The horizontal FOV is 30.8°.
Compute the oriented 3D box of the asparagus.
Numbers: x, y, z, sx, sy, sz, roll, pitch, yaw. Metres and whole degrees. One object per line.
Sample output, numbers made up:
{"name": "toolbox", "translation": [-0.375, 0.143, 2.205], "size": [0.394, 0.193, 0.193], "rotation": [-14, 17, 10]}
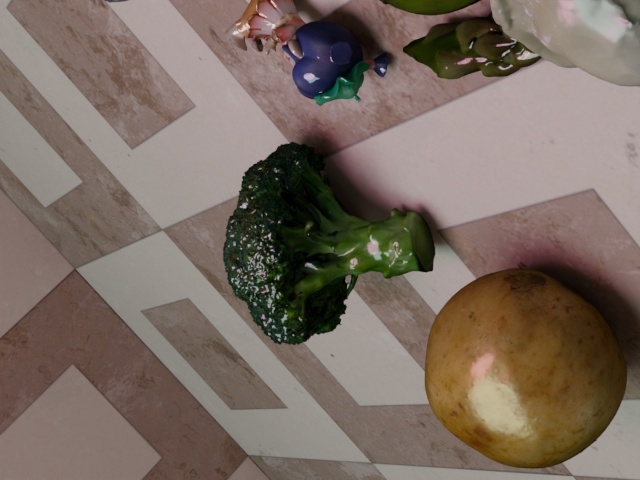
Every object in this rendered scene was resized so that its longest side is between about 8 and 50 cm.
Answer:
{"name": "asparagus", "translation": [0.186, -0.207, 1.204], "size": [0.080, 0.080, 0.287], "rotation": [51, 154, -15]}

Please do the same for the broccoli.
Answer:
{"name": "broccoli", "translation": [0.000, 0.000, 1.644], "size": [0.297, 0.297, 0.297], "rotation": [-9, 130, 22]}

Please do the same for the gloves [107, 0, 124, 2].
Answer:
{"name": "gloves", "translation": [-0.333, -0.441, 1.566], "size": [0.142, 0.119, 0.285], "rotation": [5, 150, 38]}

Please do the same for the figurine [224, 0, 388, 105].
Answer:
{"name": "figurine", "translation": [-0.021, -0.237, 1.417], "size": [0.195, 0.111, 0.102], "rotation": [40, 116, 19]}

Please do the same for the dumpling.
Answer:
{"name": "dumpling", "translation": [0.270, -0.196, 1.015], "size": [0.258, 0.147, 0.193], "rotation": [11, 161, -1]}

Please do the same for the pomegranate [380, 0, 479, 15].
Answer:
{"name": "pomegranate", "translation": [0.111, -0.317, 1.039], "size": [0.202, 0.202, 0.248], "rotation": [40, 124, 8]}

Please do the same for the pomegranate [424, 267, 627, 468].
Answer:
{"name": "pomegranate", "translation": [0.261, 0.162, 1.481], "size": [0.260, 0.260, 0.260], "rotation": [34, 153, 20]}
